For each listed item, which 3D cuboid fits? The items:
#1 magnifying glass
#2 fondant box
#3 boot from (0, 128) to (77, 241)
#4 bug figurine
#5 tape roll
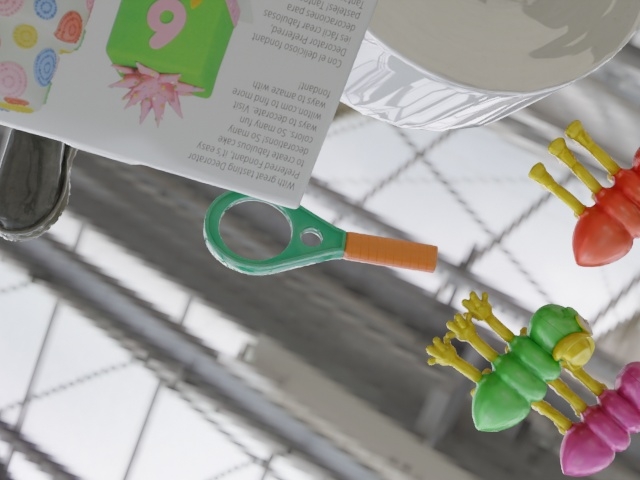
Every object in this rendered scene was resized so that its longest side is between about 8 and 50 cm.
[{"bbox_3d":[0.000,0.000,1.789,0.231,0.026,0.092,10,-120,-5],"label":"magnifying glass"},{"bbox_3d":[-0.072,-0.208,0.980,0.238,0.330,0.096,16,-166,-20],"label":"fondant box"},{"bbox_3d":[-0.271,-0.129,1.599,0.076,0.208,0.189,2,-126,10],"label":"boot"},{"bbox_3d":[0.190,0.045,1.106,0.072,0.216,0.279,45,-172,37],"label":"bug figurine"},{"bbox_3d":[0.086,-0.218,1.211,0.286,0.286,0.100,10,164,-24],"label":"tape roll"}]
